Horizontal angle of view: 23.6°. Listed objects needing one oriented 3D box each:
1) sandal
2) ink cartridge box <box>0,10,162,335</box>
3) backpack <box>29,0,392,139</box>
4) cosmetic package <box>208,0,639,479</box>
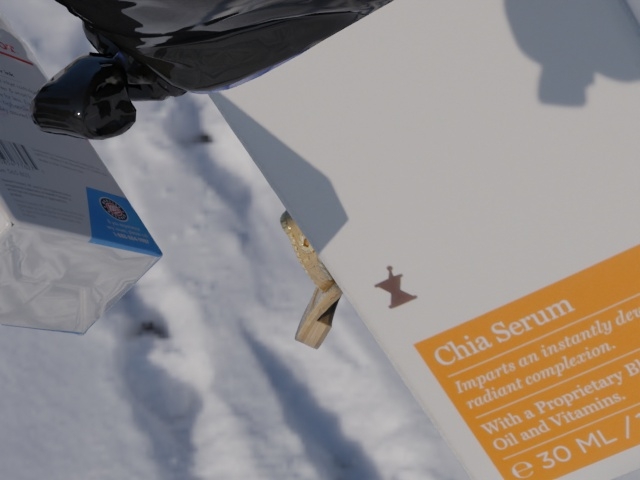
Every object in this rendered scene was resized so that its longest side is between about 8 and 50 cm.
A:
[{"bbox_3d":[-0.002,0.005,1.297,0.079,0.240,0.088,23,48,-3],"label":"sandal"},{"bbox_3d":[-0.163,-0.047,0.695,0.181,0.061,0.104,55,19,26],"label":"ink cartridge box"},{"bbox_3d":[-0.023,-0.208,0.400,0.276,0.213,0.263,-29,65,5],"label":"backpack"},{"bbox_3d":[0.097,-0.078,0.894,0.230,0.453,0.161,-27,20,22],"label":"cosmetic package"}]
